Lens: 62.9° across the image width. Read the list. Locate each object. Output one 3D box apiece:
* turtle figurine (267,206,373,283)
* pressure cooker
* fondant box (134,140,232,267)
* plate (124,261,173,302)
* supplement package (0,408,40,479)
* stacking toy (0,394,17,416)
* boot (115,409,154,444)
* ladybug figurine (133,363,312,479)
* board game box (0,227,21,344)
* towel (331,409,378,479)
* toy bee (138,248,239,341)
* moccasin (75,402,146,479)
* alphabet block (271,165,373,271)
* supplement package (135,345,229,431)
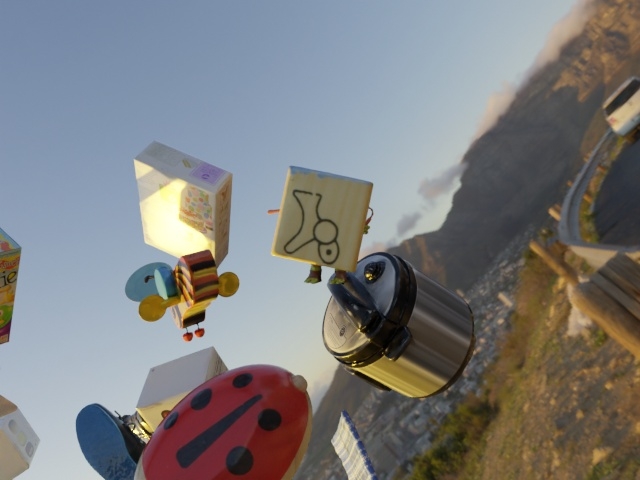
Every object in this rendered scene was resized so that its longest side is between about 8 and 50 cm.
[{"bbox_3d":[0.000,0.000,1.346,0.087,0.269,0.217,-82,-8,-86],"label":"turtle figurine"},{"bbox_3d":[0.205,0.237,1.580,0.369,0.420,0.376,-26,40,48],"label":"pressure cooker"},{"bbox_3d":[-0.371,-0.082,1.441,0.330,0.238,0.096,104,-168,-49],"label":"fondant box"},{"bbox_3d":[-0.623,0.156,1.918,0.188,0.188,0.024,-40,-40,-23],"label":"plate"},{"bbox_3d":[-0.883,0.576,1.439,0.133,0.139,0.244,-33,10,-20],"label":"supplement package"},{"bbox_3d":[-0.719,0.258,0.926,0.309,0.280,0.130,-34,0,-41],"label":"stacking toy"},{"bbox_3d":[-0.500,0.595,1.560,0.229,0.263,0.091,-36,4,37],"label":"boot"},{"bbox_3d":[-0.214,0.433,1.104,0.449,0.305,0.162,-42,-30,-7],"label":"ladybug figurine"},{"bbox_3d":[-0.783,0.106,1.160,0.142,0.144,0.275,-21,-40,-55],"label":"board game box"},{"bbox_3d":[0.103,0.563,1.142,0.040,0.336,0.243,-17,-31,-15],"label":"towel"},{"bbox_3d":[-0.256,0.117,1.056,0.195,0.162,0.298,-19,-2,-10],"label":"toy bee"},{"bbox_3d":[-0.532,0.589,1.413,0.137,0.342,0.117,-37,-9,1],"label":"moccasin"},{"bbox_3d":[0.007,-0.047,1.186,0.193,0.192,0.197,-13,-64,-86],"label":"alphabet block"},{"bbox_3d":[-0.324,0.420,1.352,0.194,0.203,0.149,-21,26,9],"label":"supplement package"}]
